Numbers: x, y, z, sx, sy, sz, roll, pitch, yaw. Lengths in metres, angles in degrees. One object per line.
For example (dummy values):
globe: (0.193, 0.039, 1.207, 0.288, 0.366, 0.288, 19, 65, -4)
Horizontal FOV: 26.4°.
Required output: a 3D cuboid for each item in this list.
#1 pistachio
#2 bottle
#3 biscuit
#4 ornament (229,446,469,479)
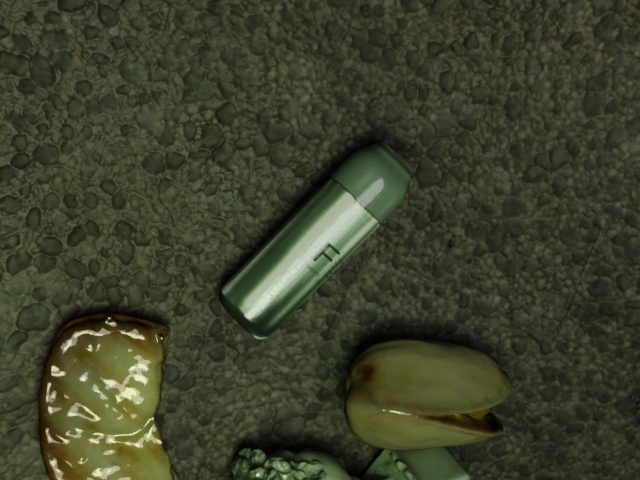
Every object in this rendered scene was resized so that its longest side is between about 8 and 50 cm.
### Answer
pistachio: (0.121, 0.178, 1.550, 0.206, 0.131, 0.129, 4, 111, -20)
bottle: (0.000, 0.000, 1.504, 0.253, 0.079, 0.096, -47, 148, 0)
biscuit: (-0.232, 0.222, 1.513, 0.154, 0.045, 0.299, -7, 106, -14)
ornament: (0.035, 0.300, 1.558, 0.285, 0.130, 0.120, 5, 115, -16)
